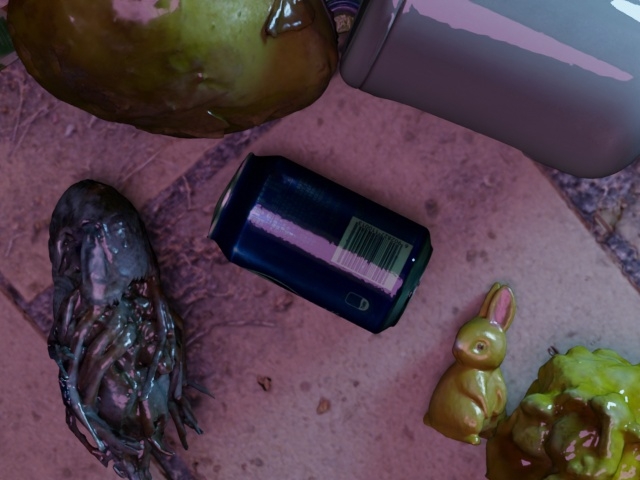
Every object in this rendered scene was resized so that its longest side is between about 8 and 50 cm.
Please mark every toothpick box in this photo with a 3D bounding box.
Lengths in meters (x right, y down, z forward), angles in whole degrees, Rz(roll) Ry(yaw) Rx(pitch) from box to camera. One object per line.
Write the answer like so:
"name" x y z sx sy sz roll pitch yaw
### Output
"toothpick box" 0.199 -0.188 1.503 0.316 0.229 0.229 22 104 -4

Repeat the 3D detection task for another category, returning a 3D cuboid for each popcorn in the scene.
"popcorn" 0.255 0.193 1.599 0.155 0.197 0.197 28 106 -30

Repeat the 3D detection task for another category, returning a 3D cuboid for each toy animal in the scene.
"toy animal" 0.151 0.117 1.658 0.083 0.070 0.159 18 101 37

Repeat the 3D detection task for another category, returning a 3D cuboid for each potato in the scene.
"potato" -0.144 -0.180 1.510 0.299 0.196 0.246 40 142 -22

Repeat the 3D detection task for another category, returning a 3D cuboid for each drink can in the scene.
"drink can" 0.000 0.000 1.621 0.205 0.118 0.118 28 104 1

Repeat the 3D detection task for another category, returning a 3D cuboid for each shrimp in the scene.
"shrimp" -0.207 0.126 1.642 0.137 0.172 0.372 -20 83 42

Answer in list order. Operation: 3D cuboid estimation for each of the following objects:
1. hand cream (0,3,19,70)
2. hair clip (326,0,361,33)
"hand cream" -0.292 -0.212 1.657 0.165 0.037 0.057 -27 97 17
"hair clip" -0.024 -0.218 1.620 0.188 0.033 0.060 -13 100 9
